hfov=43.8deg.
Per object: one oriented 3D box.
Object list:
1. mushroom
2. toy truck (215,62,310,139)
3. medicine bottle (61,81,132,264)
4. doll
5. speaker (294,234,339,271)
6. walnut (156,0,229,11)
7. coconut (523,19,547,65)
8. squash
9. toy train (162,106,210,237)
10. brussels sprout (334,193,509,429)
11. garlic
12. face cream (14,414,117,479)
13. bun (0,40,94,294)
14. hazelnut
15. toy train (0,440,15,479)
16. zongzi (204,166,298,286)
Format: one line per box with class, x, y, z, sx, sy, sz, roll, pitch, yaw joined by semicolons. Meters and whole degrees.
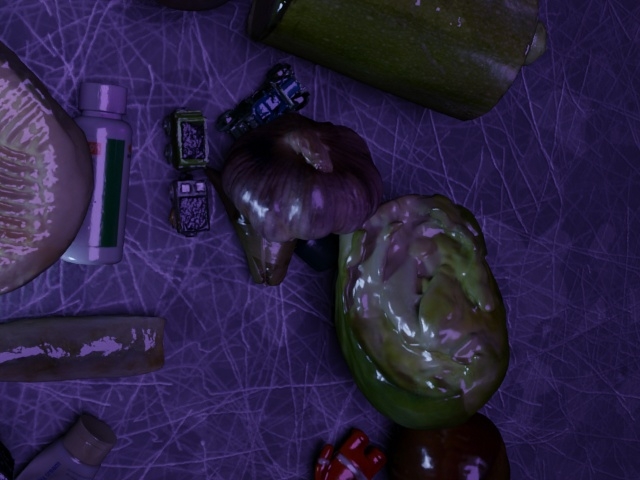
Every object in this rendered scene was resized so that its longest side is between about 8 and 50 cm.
mushroom;-0.387;0.163;1.188;0.312;0.081;0.100;-2;102;-26
toy truck;-0.085;-0.204;1.257;0.154;0.078;0.080;-44;110;-10
medicine bottle;-0.326;-0.097;1.165;0.095;0.095;0.260;5;97;-23
doll;0.015;0.448;1.394;0.245;0.076;0.142;-47;111;-14
speaker;0.003;-0.001;1.330;0.075;0.060;0.094;42;81;-23
walnut;-0.184;-0.425;1.112;0.224;0.224;0.224;-3;99;-22
coconut;0.363;-0.355;1.416;0.096;0.088;0.088;11;93;-18
squash;0.105;-0.363;1.215;0.384;0.263;0.263;15;92;-23
toy train;-0.203;-0.102;1.221;0.060;0.081;0.202;-6;100;-22
brussels sprout;0.156;0.117;1.289;0.276;0.315;0.371;-16;81;4
garlic;-0.027;-0.105;1.173;0.245;0.245;0.160;-14;134;-20
face cream;-0.407;0.376;1.223;0.114;0.070;0.224;39;91;-22
bun;-0.488;-0.100;1.040;0.364;0.202;0.364;-4;101;-19
hazelnut;0.224;0.411;1.409;0.229;0.229;0.229;-3;99;-22
toy train;-0.569;0.327;1.076;0.265;0.188;0.300;-36;107;-16
zongzi;-0.121;-0.017;1.274;0.176;0.078;0.160;16;92;-13
